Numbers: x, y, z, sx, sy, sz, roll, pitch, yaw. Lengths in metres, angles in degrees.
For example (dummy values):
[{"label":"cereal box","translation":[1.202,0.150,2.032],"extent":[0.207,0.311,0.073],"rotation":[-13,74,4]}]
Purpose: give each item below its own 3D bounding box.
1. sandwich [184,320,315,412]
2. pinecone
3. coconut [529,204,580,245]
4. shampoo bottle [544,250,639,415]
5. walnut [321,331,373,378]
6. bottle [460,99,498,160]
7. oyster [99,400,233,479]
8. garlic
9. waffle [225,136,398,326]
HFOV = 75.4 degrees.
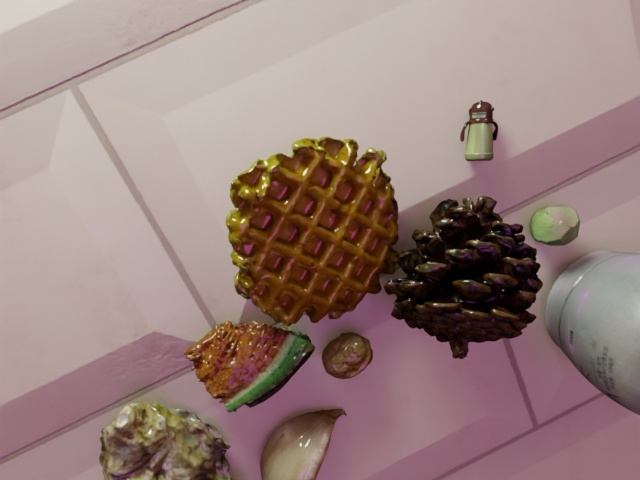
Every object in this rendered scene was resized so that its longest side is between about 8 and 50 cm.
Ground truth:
[{"label":"sandwich","translation":[-0.117,0.195,0.721],"extent":[0.185,0.109,0.160],"rotation":[-43,87,5]},{"label":"pinecone","translation":[0.238,0.061,0.682],"extent":[0.243,0.243,0.257],"rotation":[51,50,-17]},{"label":"coconut","translation":[0.433,-0.028,0.765],"extent":[0.082,0.081,0.083],"rotation":[42,112,18]},{"label":"shampoo bottle","translation":[0.578,0.159,0.734],"extent":[0.272,0.266,0.273],"rotation":[-3,104,-11]},{"label":"walnut","translation":[0.050,0.209,0.760],"extent":[0.096,0.083,0.079],"rotation":[-34,138,6]},{"label":"bottle","translation":[0.277,-0.189,0.716],"extent":[0.063,0.047,0.101],"rotation":[-9,102,-36]},{"label":"oyster","translation":[-0.276,0.433,0.740],"extent":[0.237,0.115,0.352],"rotation":[-19,106,-5]},{"label":"garlic","translation":[-0.040,0.411,0.776],"extent":[0.128,0.115,0.207],"rotation":[29,95,-9]},{"label":"waffle","translation":[0.000,0.000,0.659],"extent":[0.301,0.068,0.325],"rotation":[-21,116,-20]}]
